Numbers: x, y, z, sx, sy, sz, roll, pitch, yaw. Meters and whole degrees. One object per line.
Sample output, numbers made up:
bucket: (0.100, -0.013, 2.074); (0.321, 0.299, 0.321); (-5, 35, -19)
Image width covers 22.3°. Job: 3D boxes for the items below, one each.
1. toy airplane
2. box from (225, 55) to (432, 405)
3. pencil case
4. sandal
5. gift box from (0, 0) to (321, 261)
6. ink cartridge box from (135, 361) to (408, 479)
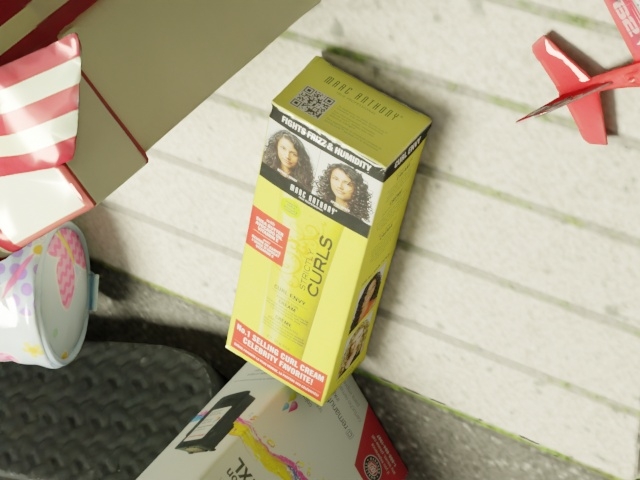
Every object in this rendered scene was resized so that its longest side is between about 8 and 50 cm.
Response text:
toy airplane: (0.162, -0.083, 0.828); (0.151, 0.028, 0.151); (24, 137, 25)
box: (0.000, 0.000, 1.022); (0.087, 0.058, 0.232); (31, 140, 15)
pencil case: (-0.309, 0.038, 1.214); (0.273, 0.113, 0.124); (1, 164, 13)
sandal: (-0.238, 0.145, 1.289); (0.446, 0.167, 0.107); (11, 153, 38)
gift box: (-0.186, -0.138, 0.902); (0.255, 0.258, 0.276); (50, 142, -8)
ink cartridge box: (-0.035, 0.170, 1.113); (0.072, 0.175, 0.127); (-9, 118, 45)
